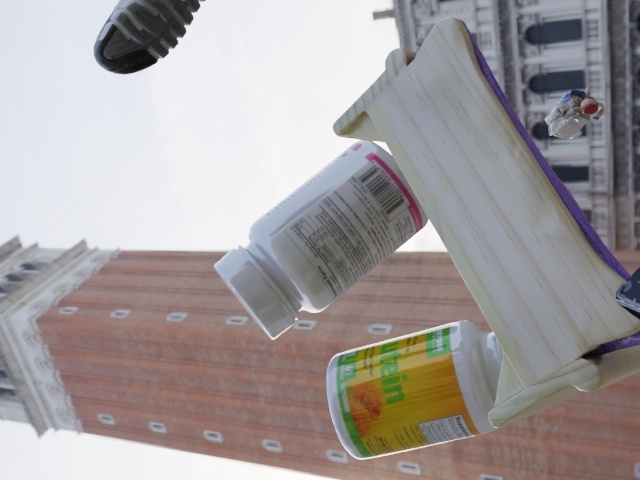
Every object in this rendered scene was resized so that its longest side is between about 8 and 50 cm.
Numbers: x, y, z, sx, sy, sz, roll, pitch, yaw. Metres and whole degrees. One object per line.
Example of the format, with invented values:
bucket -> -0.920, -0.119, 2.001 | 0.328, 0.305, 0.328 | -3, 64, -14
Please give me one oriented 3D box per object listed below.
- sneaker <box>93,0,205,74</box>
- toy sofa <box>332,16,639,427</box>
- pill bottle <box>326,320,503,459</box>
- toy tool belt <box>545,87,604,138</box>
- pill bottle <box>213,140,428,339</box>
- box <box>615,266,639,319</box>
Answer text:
sneaker -> -0.217, -0.316, 0.959 | 0.229, 0.132, 0.086 | -47, -39, -5
toy sofa -> 0.181, -0.026, 0.719 | 0.150, 0.177, 0.363 | -2, -123, -47
pill bottle -> 0.143, 0.176, 0.919 | 0.136, 0.245, 0.136 | -18, -90, -72
toy tool belt -> 0.315, -0.166, 0.934 | 0.083, 0.052, 0.051 | 124, 153, -64
pill bottle -> 0.000, 0.000, 1.067 | 0.283, 0.160, 0.160 | -38, -44, -9
box -> 0.426, 0.014, 0.434 | 0.313, 0.343, 0.179 | -56, 7, 2
